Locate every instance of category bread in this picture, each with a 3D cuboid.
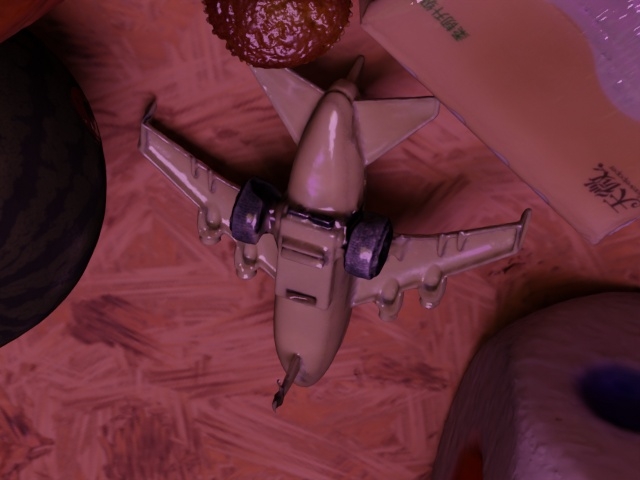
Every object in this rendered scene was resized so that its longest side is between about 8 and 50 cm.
[{"bbox_3d":[-0.024,-0.135,0.978,0.085,0.053,0.085,0,98,2],"label":"bread"}]

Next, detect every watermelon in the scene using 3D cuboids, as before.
[{"bbox_3d":[-0.221,-0.035,0.990,0.212,0.212,0.212,1,130,1],"label":"watermelon"}]

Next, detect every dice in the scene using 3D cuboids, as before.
[{"bbox_3d":[0.209,0.196,1.150,0.251,0.243,0.259,10,127,-7],"label":"dice"}]

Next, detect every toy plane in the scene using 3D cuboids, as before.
[{"bbox_3d":[0.000,0.000,1.088,0.242,0.104,0.256,15,124,9],"label":"toy plane"}]

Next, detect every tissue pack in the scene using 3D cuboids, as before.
[{"bbox_3d":[0.152,-0.121,0.974,0.186,0.090,0.222,-34,121,23],"label":"tissue pack"}]

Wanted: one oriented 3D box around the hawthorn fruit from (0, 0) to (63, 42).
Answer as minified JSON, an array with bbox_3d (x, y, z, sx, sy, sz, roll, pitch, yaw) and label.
[{"bbox_3d":[-0.226,-0.188,0.837,0.276,0.276,0.307,25,141,-18],"label":"hawthorn fruit"}]
